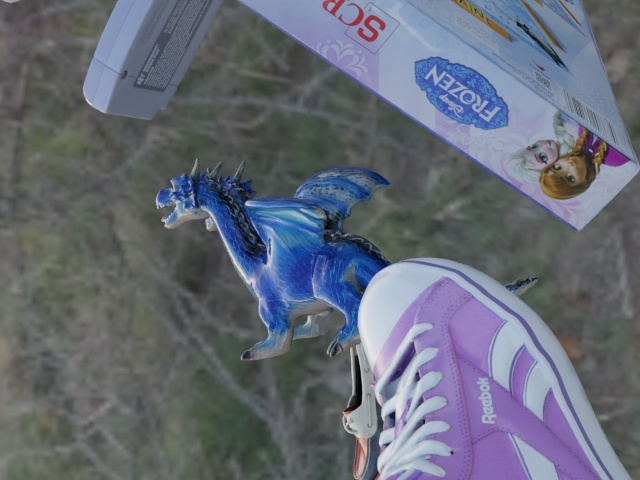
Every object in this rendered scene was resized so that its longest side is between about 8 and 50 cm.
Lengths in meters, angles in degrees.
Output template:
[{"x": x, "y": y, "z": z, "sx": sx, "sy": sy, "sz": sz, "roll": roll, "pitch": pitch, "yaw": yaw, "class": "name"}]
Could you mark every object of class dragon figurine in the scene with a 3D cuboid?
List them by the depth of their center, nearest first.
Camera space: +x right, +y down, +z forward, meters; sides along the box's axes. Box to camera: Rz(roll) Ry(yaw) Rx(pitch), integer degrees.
[{"x": 0.000, "y": 0.000, "z": 1.118, "sx": 0.289, "sy": 0.085, "sz": 0.144, "roll": -7, "pitch": 99, "yaw": 46, "class": "dragon figurine"}]

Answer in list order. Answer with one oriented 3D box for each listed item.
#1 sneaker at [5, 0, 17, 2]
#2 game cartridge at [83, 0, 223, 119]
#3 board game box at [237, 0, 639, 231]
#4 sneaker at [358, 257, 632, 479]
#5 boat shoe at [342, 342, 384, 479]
[{"x": -0.232, "y": -0.131, "z": 0.750, "sx": 0.110, "sy": 0.292, "sz": 0.118, "roll": 50, "pitch": 147, "yaw": 1, "class": "sneaker"}, {"x": -0.060, "y": -0.086, "z": 0.633, "sx": 0.017, "sy": 0.056, "sz": 0.083, "roll": 32, "pitch": 100, "yaw": 14, "class": "game cartridge"}, {"x": 0.056, "y": -0.186, "z": 1.125, "sx": 0.066, "sy": 0.318, "sz": 0.318, "roll": -49, "pitch": 20, "yaw": 25, "class": "board game box"}, {"x": 0.059, "y": 0.104, "z": 0.848, "sx": 0.282, "sy": 0.161, "sz": 0.102, "roll": 55, "pitch": 131, "yaw": 43, "class": "sneaker"}, {"x": 0.040, "y": 0.144, "z": 1.419, "sx": 0.049, "sy": 0.043, "sz": 0.137, "roll": -152, "pitch": 68, "yaw": -67, "class": "boat shoe"}]
